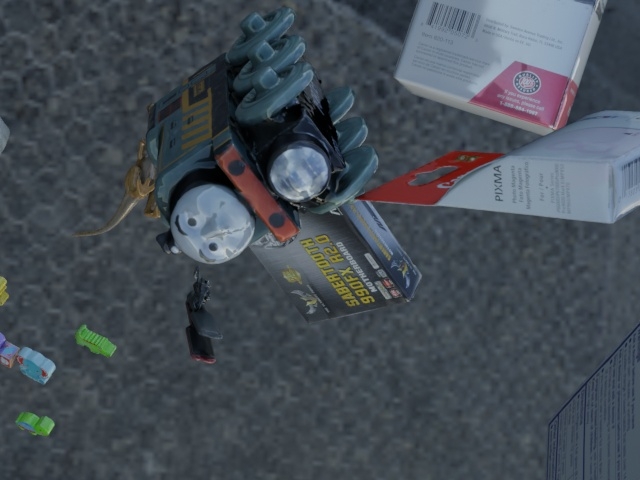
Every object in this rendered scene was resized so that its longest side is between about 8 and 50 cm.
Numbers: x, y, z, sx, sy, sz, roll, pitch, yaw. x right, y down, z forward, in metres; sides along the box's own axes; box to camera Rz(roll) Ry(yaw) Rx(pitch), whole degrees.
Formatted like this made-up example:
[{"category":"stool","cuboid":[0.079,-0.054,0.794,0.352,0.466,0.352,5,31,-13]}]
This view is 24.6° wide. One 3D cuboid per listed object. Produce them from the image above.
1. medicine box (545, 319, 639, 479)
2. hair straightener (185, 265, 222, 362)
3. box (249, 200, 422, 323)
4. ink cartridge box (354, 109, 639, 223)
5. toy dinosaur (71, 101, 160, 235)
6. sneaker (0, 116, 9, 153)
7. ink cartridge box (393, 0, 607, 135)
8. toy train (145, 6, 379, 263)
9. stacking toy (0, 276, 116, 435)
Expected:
[{"category":"medicine box","cuboid":[0.298,0.214,1.181,0.289,0.149,0.263,118,-15,-52]},{"category":"hair straightener","cuboid":[-0.177,0.101,2.276,0.230,0.047,0.089,-104,-149,-67]},{"category":"box","cuboid":[0.000,0.000,1.965,0.231,0.183,0.056,54,42,-25]},{"category":"ink cartridge box","cuboid":[0.172,-0.070,1.218,0.189,0.232,0.066,-26,121,-53]},{"category":"toy dinosaur","cuboid":[-0.224,-0.064,1.802,0.064,0.112,0.211,20,106,-31]},{"category":"sneaker","cuboid":[-0.430,-0.185,1.591,0.271,0.100,0.108,65,37,-30]},{"category":"ink cartridge box","cuboid":[0.236,-0.289,1.766,0.117,0.207,0.283,15,95,-76]},{"category":"toy train","cuboid":[-0.063,-0.087,1.305,0.142,0.190,0.334,51,10,-22]},{"category":"stacking toy","cuboid":[-0.406,0.146,1.935,0.167,0.221,0.052,-57,169,-36]}]
